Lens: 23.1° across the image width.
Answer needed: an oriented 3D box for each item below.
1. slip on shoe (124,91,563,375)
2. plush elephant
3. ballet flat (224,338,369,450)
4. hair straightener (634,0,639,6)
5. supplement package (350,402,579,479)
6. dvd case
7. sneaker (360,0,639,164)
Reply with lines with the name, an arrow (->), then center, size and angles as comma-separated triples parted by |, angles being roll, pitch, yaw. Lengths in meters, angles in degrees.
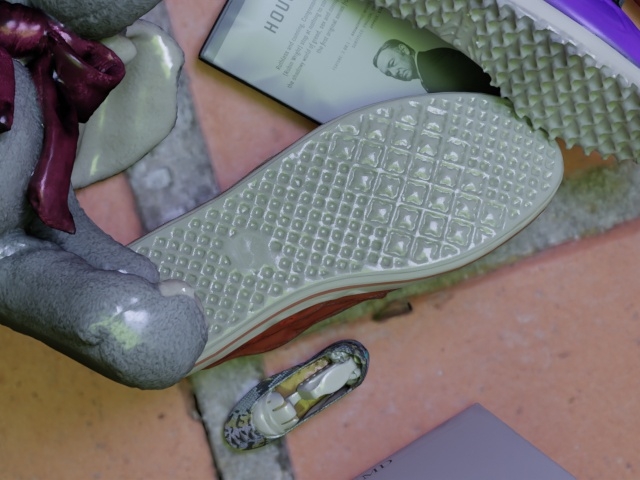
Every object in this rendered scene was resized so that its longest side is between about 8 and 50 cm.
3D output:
slip on shoe -> 0.000, 0.000, 1.019 | 0.331, 0.101, 0.123 | -26, 79, -4
plush elephant -> -0.175, -0.100, 0.900 | 0.272, 0.330, 0.255 | 45, 68, -33
ballet flat -> -0.015, 0.105, 1.059 | 0.114, 0.041, 0.041 | -34, 100, -5
hair straightener -> 0.183, -0.249, 1.064 | 0.230, 0.047, 0.089 | 41, 62, -6
supplement package -> 0.103, 0.242, 0.964 | 0.177, 0.293, 0.175 | -31, 101, -6
dvd case -> 0.063, -0.143, 1.053 | 0.238, 0.029, 0.179 | 28, 91, -11
sneaker -> 0.136, -0.175, 0.983 | 0.293, 0.102, 0.146 | 35, 67, -3
